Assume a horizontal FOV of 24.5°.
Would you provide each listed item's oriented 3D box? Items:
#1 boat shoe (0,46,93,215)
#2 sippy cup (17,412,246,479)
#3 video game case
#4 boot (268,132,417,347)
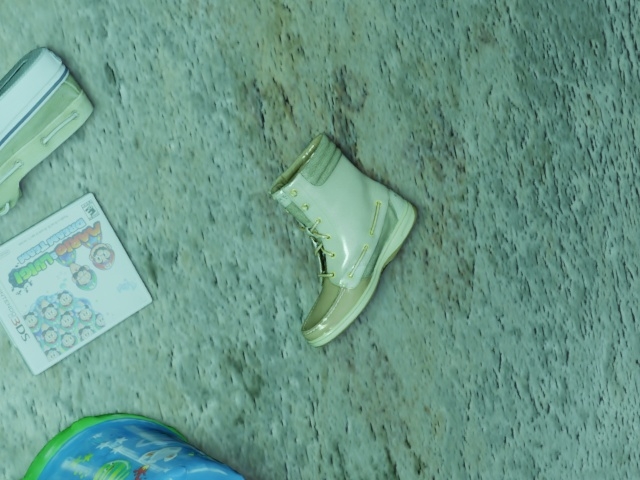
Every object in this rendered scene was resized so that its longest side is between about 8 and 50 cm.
[{"bbox_3d":[-0.351,-0.070,1.535,0.094,0.109,0.302,46,72,-21],"label":"boat shoe"},{"bbox_3d":[-0.175,0.305,1.550,0.305,0.224,0.240,-29,104,-30],"label":"sippy cup"},{"bbox_3d":[-0.283,0.047,1.618,0.157,0.019,0.143,-33,105,-20],"label":"video game case"},{"bbox_3d":[0.000,0.000,1.714,0.165,0.077,0.213,39,72,-22],"label":"boot"}]
